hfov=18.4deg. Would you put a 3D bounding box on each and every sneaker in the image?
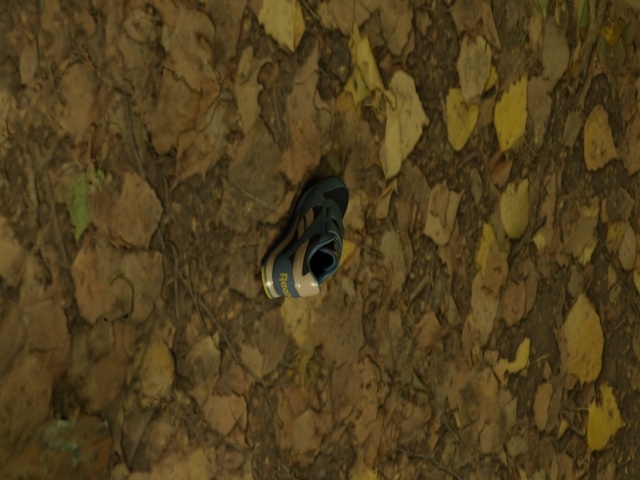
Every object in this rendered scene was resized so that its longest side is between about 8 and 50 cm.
[{"bbox_3d":[0.000,0.000,1.834,0.144,0.059,0.053,-62,141,-33],"label":"sneaker"}]
